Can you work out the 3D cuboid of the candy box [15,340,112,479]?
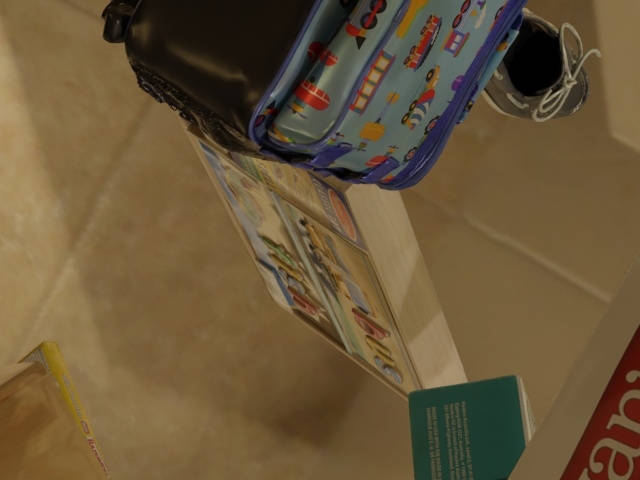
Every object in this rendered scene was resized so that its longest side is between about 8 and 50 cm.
[{"bbox_3d":[-0.282,0.220,1.413,0.105,0.206,0.027,-35,158,24],"label":"candy box"}]

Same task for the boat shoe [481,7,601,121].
[{"bbox_3d":[0.197,-0.165,1.252,0.254,0.079,0.095,28,88,-53],"label":"boat shoe"}]

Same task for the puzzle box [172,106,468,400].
[{"bbox_3d":[0.000,0.000,1.315,0.052,0.272,0.409,-45,143,-16],"label":"puzzle box"}]

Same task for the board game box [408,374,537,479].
[{"bbox_3d":[0.142,0.287,0.911,0.079,0.253,0.336,-11,141,12],"label":"board game box"}]

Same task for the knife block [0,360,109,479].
[{"bbox_3d":[-0.177,0.161,0.480,0.242,0.088,0.275,-37,106,-39],"label":"knife block"}]

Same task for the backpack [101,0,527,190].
[{"bbox_3d":[0.021,-0.098,0.545,0.158,0.117,0.173,-58,156,7],"label":"backpack"}]

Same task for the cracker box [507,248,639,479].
[{"bbox_3d":[0.170,0.045,0.276,0.067,0.232,0.155,40,77,-43],"label":"cracker box"}]
